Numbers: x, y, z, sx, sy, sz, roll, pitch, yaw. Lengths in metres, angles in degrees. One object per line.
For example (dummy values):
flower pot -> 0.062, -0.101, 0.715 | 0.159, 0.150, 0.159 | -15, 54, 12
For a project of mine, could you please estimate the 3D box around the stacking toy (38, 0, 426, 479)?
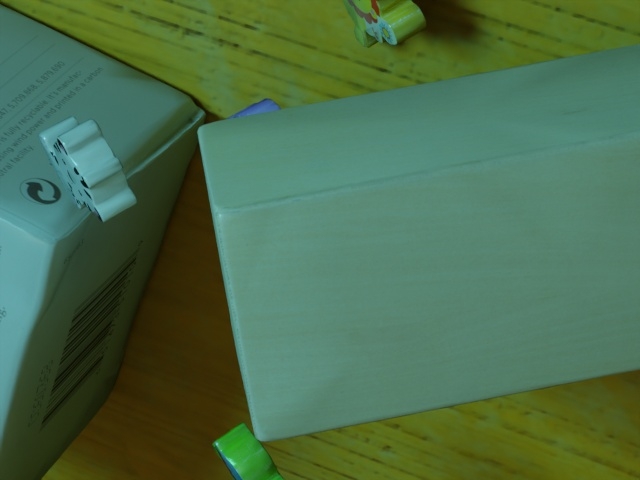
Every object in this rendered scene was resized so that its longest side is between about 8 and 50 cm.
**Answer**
stacking toy -> 0.000, 0.000, 0.776 | 0.221, 0.167, 0.052 | 63, 164, -18

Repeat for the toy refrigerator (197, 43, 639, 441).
toy refrigerator -> 0.094, -0.011, 0.699 | 0.269, 0.094, 0.102 | -11, 118, -4

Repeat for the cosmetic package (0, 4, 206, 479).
cosmetic package -> -0.280, -0.039, 0.888 | 0.385, 0.156, 0.217 | 29, 126, 8
